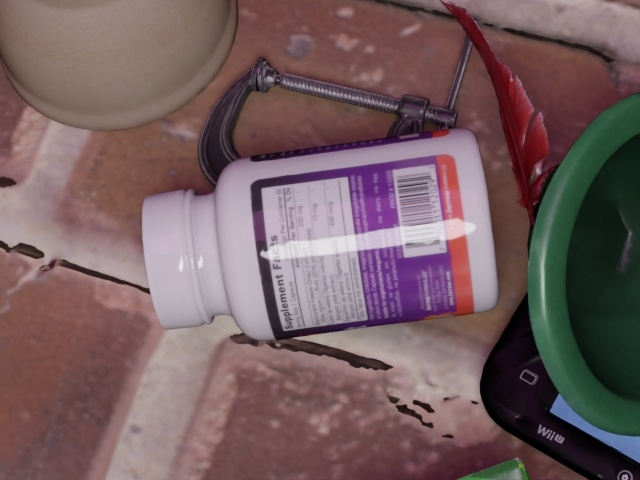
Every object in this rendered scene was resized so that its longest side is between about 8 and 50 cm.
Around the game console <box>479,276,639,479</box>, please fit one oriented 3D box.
[{"bbox_3d":[0.248,0.145,0.875,0.361,0.044,0.213,29,71,19],"label":"game console"}]

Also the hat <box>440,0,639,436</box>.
[{"bbox_3d":[0.129,-0.005,0.918,0.183,0.173,0.208,7,61,53],"label":"hat"}]

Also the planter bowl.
[{"bbox_3d":[-0.141,-0.166,1.036,0.162,0.109,0.162,-3,64,6],"label":"planter bowl"}]

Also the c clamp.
[{"bbox_3d":[0.007,-0.075,1.025,0.160,0.022,0.137,9,71,9],"label":"c clamp"}]

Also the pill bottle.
[{"bbox_3d":[0.000,0.000,0.939,0.193,0.108,0.108,-7,64,4],"label":"pill bottle"}]

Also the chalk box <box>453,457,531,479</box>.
[{"bbox_3d":[0.026,0.219,0.816,0.213,0.132,0.132,-21,64,-4],"label":"chalk box"}]
